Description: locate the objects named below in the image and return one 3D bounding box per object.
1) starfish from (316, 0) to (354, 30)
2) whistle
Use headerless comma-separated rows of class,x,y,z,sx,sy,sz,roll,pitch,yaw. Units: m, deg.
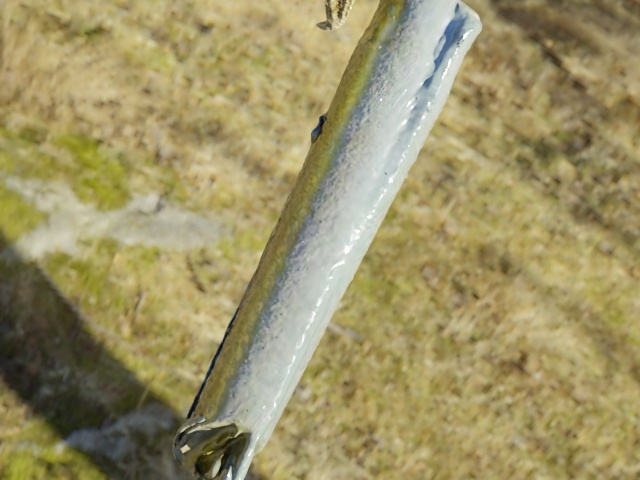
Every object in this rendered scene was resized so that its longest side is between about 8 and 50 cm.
starfish,0.008,-0.112,0.584,0.086,0.092,0.016,12,61,8
whistle,-0.001,0.000,0.866,0.057,0.326,0.068,26,1,-25
